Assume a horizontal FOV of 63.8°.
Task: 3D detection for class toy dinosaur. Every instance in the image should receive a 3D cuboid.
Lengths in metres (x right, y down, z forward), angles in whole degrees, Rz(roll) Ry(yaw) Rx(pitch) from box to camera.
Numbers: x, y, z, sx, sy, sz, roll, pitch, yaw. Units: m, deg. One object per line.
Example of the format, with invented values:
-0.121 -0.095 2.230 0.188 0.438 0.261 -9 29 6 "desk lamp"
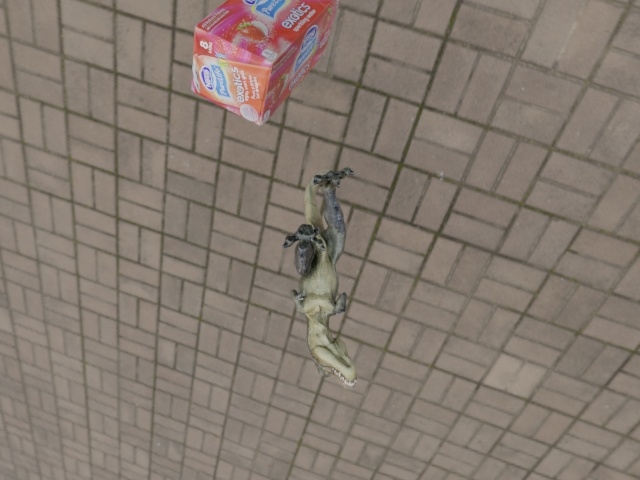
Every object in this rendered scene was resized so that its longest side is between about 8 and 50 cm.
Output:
0.000 0.000 0.495 0.064 0.268 0.118 0 147 0 "toy dinosaur"

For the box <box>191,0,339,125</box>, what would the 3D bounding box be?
-0.082 -0.319 0.820 0.128 0.257 0.122 27 142 5 "box"
